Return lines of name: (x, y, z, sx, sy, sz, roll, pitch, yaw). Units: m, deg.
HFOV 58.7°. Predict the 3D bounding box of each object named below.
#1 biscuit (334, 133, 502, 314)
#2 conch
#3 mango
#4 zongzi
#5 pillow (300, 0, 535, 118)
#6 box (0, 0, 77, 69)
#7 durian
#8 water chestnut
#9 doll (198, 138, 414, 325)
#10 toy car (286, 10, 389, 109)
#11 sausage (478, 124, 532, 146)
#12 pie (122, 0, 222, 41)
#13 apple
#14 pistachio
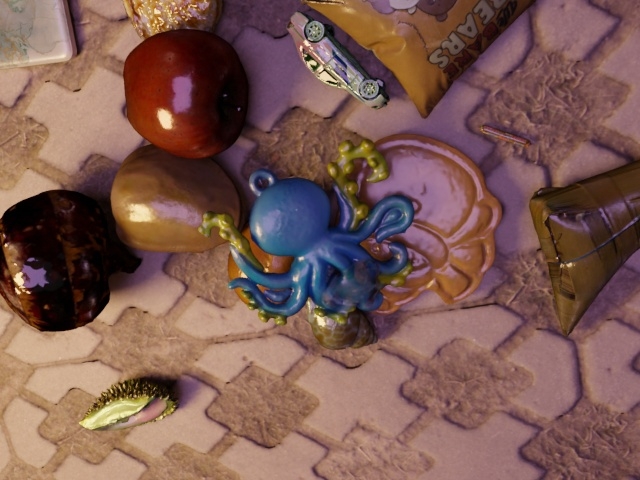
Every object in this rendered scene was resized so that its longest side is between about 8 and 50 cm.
biscuit: (0.174, -0.022, 1.073, 0.311, 0.057, 0.352, 6, 104, 10)
conch: (0.031, 0.149, 1.107, 0.105, 0.116, 0.173, -18, 97, 15)
mango: (-0.082, 0.019, 1.089, 0.166, 0.136, 0.236, 41, 96, 7)
zongzi: (0.522, 0.017, 0.992, 0.260, 0.123, 0.289, -20, 108, 12)
pillow: (0.178, -0.412, 0.935, 0.312, 0.119, 0.310, 38, 105, -17)
box: (-0.628, -0.418, 1.138, 0.284, 0.044, 0.142, -3, 106, 12)
durian: (-0.408, 0.352, 1.249, 0.220, 0.137, 0.096, -19, 65, 19)
water chestnut: (-0.497, 0.038, 1.127, 0.299, 0.300, 0.300, 2, 103, 10)
doll: (0.000, 0.000, 1.001, 0.346, 0.099, 0.341, -40, 111, -3)
toy car: (0.030, -0.311, 1.014, 0.224, 0.090, 0.076, 46, 110, -3)
sausage: (0.332, -0.188, 1.025, 0.100, 0.015, 0.015, 21, 106, 5)
pie: (-0.271, -0.453, 1.040, 0.178, 0.084, 0.205, -19, 101, 17)
apple: (-0.238, -0.257, 1.016, 0.233, 0.234, 0.234, 2, 103, 10)
pistachio: (-0.269, -0.081, 1.087, 0.260, 0.163, 0.213, 5, 92, 5)
